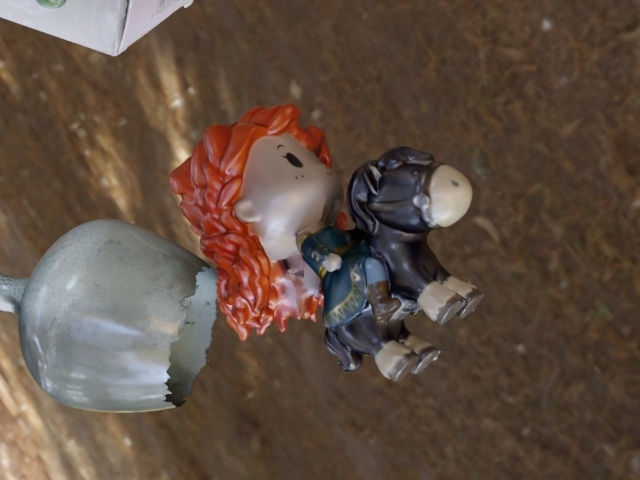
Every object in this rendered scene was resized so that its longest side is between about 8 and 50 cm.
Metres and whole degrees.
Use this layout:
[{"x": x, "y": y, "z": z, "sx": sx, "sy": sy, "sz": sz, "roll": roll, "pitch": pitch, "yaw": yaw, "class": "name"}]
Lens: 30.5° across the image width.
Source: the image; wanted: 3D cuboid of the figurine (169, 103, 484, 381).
[{"x": 0.009, "y": -0.002, "z": 1.453, "sx": 0.411, "sy": 0.241, "sz": 0.306, "roll": 14, "pitch": 113, "yaw": 31, "class": "figurine"}]

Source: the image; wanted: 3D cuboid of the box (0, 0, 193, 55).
[{"x": -0.298, "y": -0.321, "z": 1.166, "sx": 0.332, "sy": 0.173, "sz": 0.145, "roll": 20, "pitch": 123, "yaw": 10, "class": "box"}]

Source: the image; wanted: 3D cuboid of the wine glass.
[{"x": -0.291, "y": 0.073, "z": 1.373, "sx": 0.322, "sy": 0.238, "sz": 0.238, "roll": 12, "pitch": 148, "yaw": 7, "class": "wine glass"}]
